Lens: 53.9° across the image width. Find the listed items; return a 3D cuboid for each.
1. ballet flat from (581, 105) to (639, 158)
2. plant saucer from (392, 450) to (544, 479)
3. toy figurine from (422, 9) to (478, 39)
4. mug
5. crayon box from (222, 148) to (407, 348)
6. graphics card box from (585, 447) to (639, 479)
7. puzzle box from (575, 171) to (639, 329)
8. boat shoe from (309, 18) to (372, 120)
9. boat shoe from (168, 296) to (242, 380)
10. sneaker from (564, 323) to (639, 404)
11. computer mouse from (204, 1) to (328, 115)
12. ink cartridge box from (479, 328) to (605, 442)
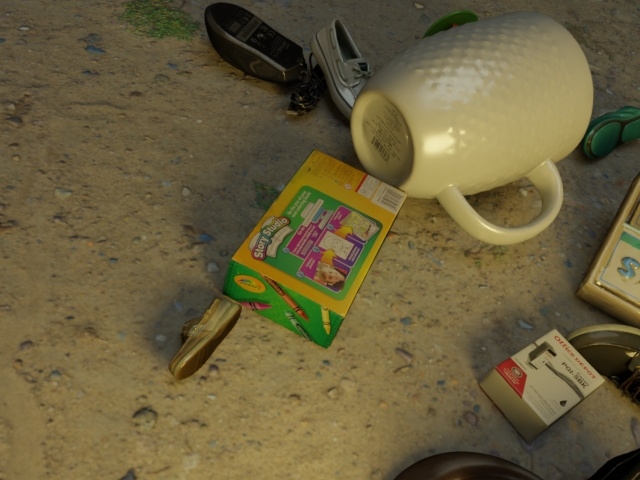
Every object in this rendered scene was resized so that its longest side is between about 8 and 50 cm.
[{"bbox_3d":[0.605,-0.233,1.335,0.248,0.083,0.087,-20,35,-32],"label":"ballet flat"},{"bbox_3d":[0.197,0.370,0.677,0.311,0.050,0.310,9,47,-10],"label":"plant saucer"},{"bbox_3d":[0.321,-0.384,1.360,0.173,0.130,0.159,4,59,-48],"label":"toy figurine"},{"bbox_3d":[0.250,-0.167,1.031,0.328,0.276,0.373,-22,77,-26],"label":"mug"},{"bbox_3d":[0.000,0.000,0.909,0.166,0.081,0.278,27,47,6],"label":"crayon box"},{"bbox_3d":[0.377,0.417,0.617,0.233,0.094,0.370,-19,69,-37],"label":"graphics card box"},{"bbox_3d":[0.654,0.078,1.007,0.409,0.052,0.272,30,68,13],"label":"puzzle box"},{"bbox_3d":[0.055,-0.308,1.164,0.083,0.076,0.226,-20,75,-47],"label":"boat shoe"},{"bbox_3d":[-0.150,0.118,0.781,0.045,0.050,0.135,28,37,11],"label":"boat shoe"},{"bbox_3d":[0.454,0.198,0.890,0.222,0.083,0.118,16,47,-6],"label":"sneaker"},{"bbox_3d":[-0.107,-0.340,1.187,0.272,0.072,0.188,35,45,-4],"label":"computer mouse"},{"bbox_3d":[0.303,0.194,0.860,0.135,0.056,0.099,-22,59,-32],"label":"ink cartridge box"}]
